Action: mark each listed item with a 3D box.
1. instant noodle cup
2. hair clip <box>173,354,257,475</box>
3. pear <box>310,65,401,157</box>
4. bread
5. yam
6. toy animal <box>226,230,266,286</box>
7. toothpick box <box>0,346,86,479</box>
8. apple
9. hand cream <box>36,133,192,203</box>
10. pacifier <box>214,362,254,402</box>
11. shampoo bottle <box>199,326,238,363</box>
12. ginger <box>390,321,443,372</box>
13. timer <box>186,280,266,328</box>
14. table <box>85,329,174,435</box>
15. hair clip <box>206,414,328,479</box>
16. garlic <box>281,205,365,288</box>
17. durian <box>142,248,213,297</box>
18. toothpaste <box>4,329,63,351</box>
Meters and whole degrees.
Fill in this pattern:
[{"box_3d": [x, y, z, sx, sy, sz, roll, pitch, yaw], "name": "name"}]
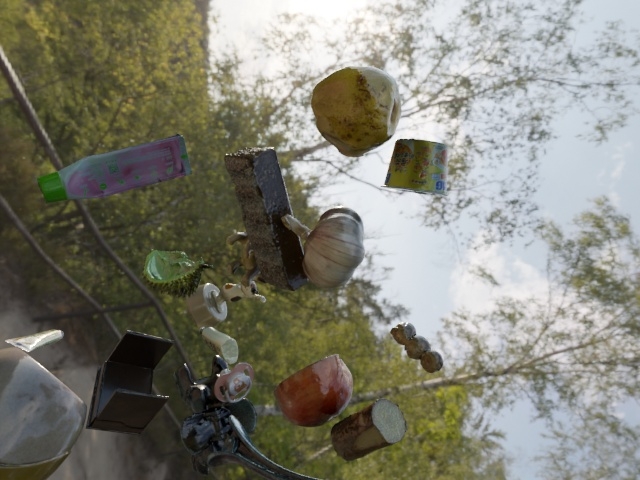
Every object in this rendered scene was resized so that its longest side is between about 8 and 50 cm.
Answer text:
[{"box_3d": [0.291, -0.218, 1.472, 0.205, 0.205, 0.153, -162, -100, -71], "name": "instant noodle cup"}, {"box_3d": [-0.286, 0.475, 1.327, 0.206, 0.195, 0.310, 170, -93, -69], "name": "hair clip"}, {"box_3d": [0.103, -0.385, 1.430, 0.271, 0.271, 0.271, 173, -90, -73], "name": "pear"}, {"box_3d": [-0.154, -0.059, 1.428, 0.165, 0.113, 0.416, 12, -58, 55], "name": "bread"}, {"box_3d": [0.133, 0.570, 1.468, 0.238, 0.128, 0.129, -41, -124, 38], "name": "yam"}, {"box_3d": [-0.228, 0.059, 1.649, 0.121, 0.169, 0.233, 28, -40, 31], "name": "toy animal"}, {"box_3d": [-0.940, 0.559, 1.405, 0.409, 0.425, 0.409, 27, -32, 19], "name": "toothpick box"}, {"box_3d": [0.002, 0.505, 1.599, 0.163, 0.251, 0.293, 59, 7, 22], "name": "apple"}, {"box_3d": [-0.386, -0.134, 0.941, 0.050, 0.275, 0.079, 52, -32, 30], "name": "hand cream"}, {"box_3d": [-0.198, 0.314, 1.092, 0.078, 0.099, 0.081, 15, -54, 47], "name": "pacifier"}, {"box_3d": [-0.201, 0.191, 0.941, 0.141, 0.034, 0.049, 13, -52, 54], "name": "shampoo bottle"}, {"box_3d": [0.328, 0.356, 1.647, 0.204, 0.104, 0.080, 48, -54, 33], "name": "ginger"}, {"box_3d": [-0.345, 0.208, 1.841, 0.175, 0.266, 0.175, 59, 15, -26], "name": "timer"}, {"box_3d": [-0.680, 0.513, 1.768, 0.282, 0.196, 0.250, -48, -146, 32], "name": "table"}, {"box_3d": [-0.046, 0.341, 0.729, 0.275, 0.083, 0.048, 8, -38, 30], "name": "hair clip"}, {"box_3d": [0.000, 0.000, 1.366, 0.245, 0.253, 0.245, -62, -169, 21], "name": "garlic"}, {"box_3d": [-0.313, 0.070, 1.051, 0.215, 0.086, 0.100, 12, -98, 35], "name": "durian"}, {"box_3d": [-0.956, 0.339, 1.672, 0.314, 0.058, 0.056, 143, -70, -83], "name": "toothpaste"}]
